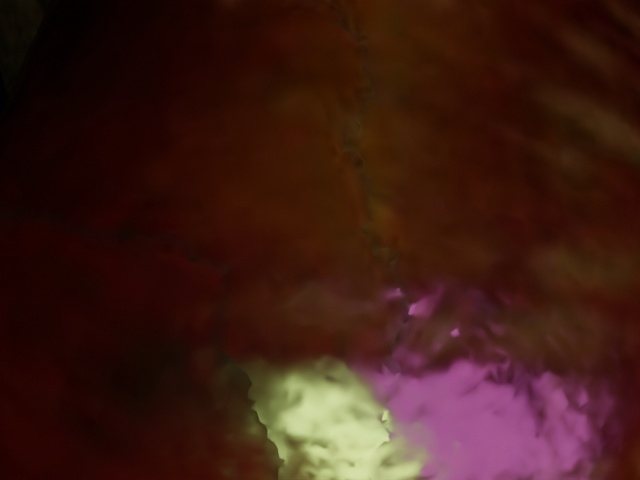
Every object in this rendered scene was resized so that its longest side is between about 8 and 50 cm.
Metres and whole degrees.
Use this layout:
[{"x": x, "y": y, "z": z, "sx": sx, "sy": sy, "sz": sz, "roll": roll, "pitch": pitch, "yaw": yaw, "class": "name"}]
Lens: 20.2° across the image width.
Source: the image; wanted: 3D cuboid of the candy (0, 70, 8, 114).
[{"x": -0.276, "y": -0.010, "z": 0.843, "sx": 0.331, "sy": 0.077, "sz": 0.187, "roll": -39, "pitch": 140, "yaw": -31, "class": "candy"}]

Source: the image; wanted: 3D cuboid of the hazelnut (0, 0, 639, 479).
[{"x": 0.000, "y": 0.000, "z": 0.909, "sx": 0.402, "sy": 0.402, "sz": 0.429, "roll": 68, "pitch": 25, "yaw": -46, "class": "hazelnut"}]
